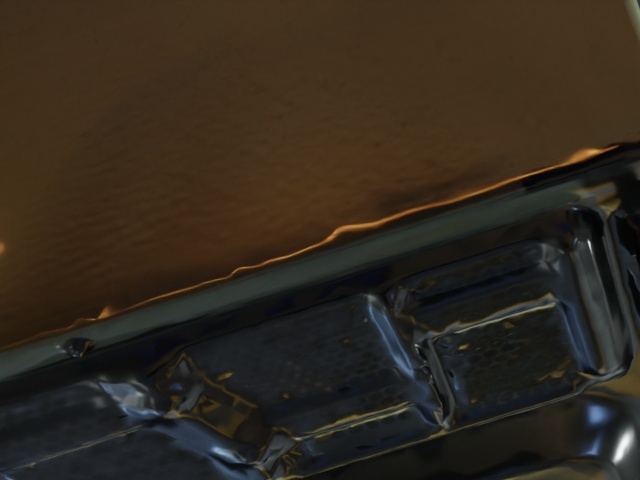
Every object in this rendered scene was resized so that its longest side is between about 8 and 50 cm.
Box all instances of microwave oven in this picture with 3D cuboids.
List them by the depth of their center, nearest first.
[{"bbox_3d":[0.000,0.000,0.710,0.394,0.247,0.333,64,13,-52],"label":"microwave oven"}]
